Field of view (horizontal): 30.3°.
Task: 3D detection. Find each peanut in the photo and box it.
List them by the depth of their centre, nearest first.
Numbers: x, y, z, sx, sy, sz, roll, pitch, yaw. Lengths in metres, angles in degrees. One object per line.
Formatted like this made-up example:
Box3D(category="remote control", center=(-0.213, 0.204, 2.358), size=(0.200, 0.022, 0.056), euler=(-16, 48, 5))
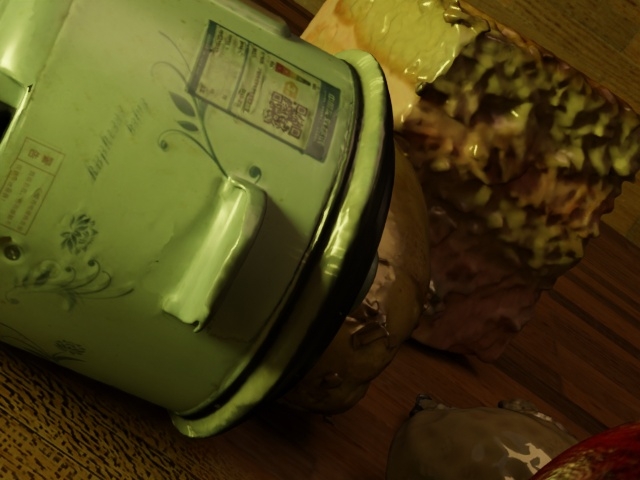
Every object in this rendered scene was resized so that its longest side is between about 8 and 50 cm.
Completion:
Box3D(category="peanut", center=(0.184, 0.220, 0.817), size=(0.313, 0.149, 0.149), euler=(37, 17, 11))

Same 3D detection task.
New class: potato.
Box3D(category="potato", center=(0.000, 0.000, 0.917), size=(0.140, 0.173, 0.300), euler=(77, 4, -50))

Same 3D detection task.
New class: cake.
Box3D(category="cake", center=(0.113, -0.084, 1.203), size=(0.314, 0.307, 0.293), euler=(24, 16, -29))

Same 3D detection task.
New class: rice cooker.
Box3D(category="rice cooker", center=(-0.098, -0.032, 0.716), size=(0.317, 0.264, 0.316), euler=(27, 2, -1))

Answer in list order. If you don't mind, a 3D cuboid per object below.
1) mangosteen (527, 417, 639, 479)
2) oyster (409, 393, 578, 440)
Box3D(category="mangosteen", center=(0.197, 0.224, 0.550), size=(0.311, 0.311, 0.311), euler=(32, 17, -11))
Box3D(category="oyster", center=(0.152, 0.165, 0.997), size=(0.163, 0.081, 0.191), euler=(31, 13, -2))
